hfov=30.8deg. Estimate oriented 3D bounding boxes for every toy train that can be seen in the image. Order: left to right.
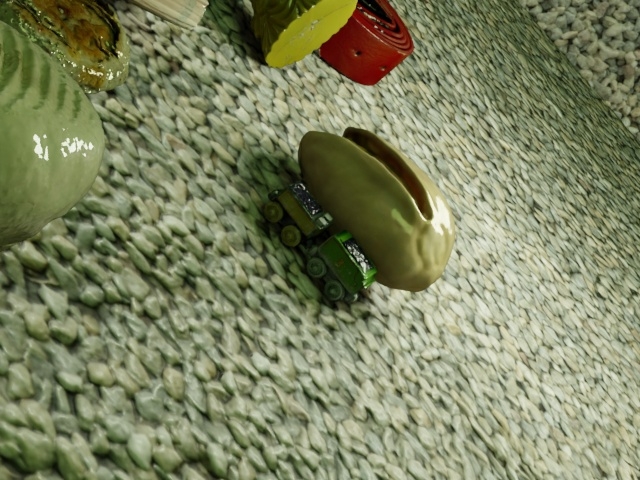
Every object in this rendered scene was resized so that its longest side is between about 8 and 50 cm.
[{"bbox_3d":[0.000,0.000,1.687,0.202,0.081,0.060,52,29,4],"label":"toy train"}]

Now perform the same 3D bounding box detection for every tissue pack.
[{"bbox_3d":[-0.327,-0.411,1.662,0.325,0.071,0.170,24,10,-42],"label":"tissue pack"}]

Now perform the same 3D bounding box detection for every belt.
[{"bbox_3d":[0.034,-0.441,2.239,0.324,0.115,0.227,35,29,-30],"label":"belt"}]

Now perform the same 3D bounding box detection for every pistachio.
[{"bbox_3d":[0.084,-0.049,1.786,0.187,0.187,0.299,7,39,-53],"label":"pistachio"}]

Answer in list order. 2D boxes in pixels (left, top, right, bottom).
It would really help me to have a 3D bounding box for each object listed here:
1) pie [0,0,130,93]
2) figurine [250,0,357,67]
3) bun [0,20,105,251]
[{"bbox_3d":[-0.357,-0.299,1.552,0.274,0.055,0.274,40,24,-22],"label":"pie"},{"bbox_3d":[-0.108,-0.475,2.027,0.315,0.187,0.168,52,17,15],"label":"figurine"},{"bbox_3d":[-0.394,-0.115,1.105,0.365,0.219,0.365,35,16,-12],"label":"bun"}]
